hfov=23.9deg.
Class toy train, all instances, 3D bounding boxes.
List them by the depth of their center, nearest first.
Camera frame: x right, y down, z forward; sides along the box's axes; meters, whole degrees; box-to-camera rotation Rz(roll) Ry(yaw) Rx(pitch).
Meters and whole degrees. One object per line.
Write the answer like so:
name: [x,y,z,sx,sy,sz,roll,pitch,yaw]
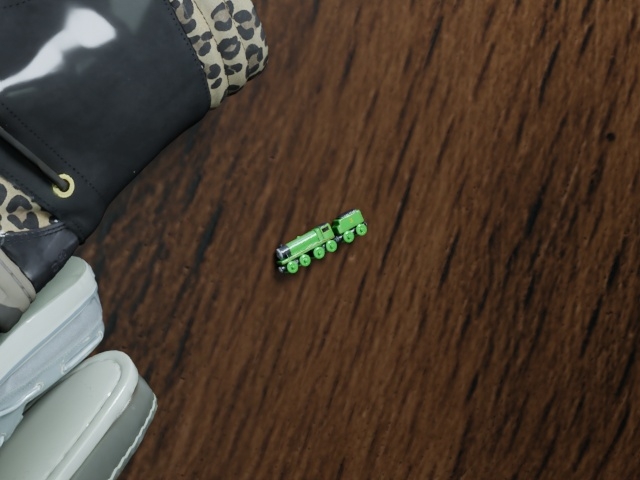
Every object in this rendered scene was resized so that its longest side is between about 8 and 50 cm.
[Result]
toy train: [0.000,0.000,1.193,0.083,0.017,0.023,-28,101,-22]

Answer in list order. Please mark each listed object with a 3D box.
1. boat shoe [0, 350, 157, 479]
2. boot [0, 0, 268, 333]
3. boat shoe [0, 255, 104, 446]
boat shoe: [-0.213,0.215,1.066,0.091,0.109,0.305,41,85,-29]
boot: [-0.222,-0.163,0.973,0.284,0.138,0.377,-42,110,-20]
boat shoe: [-0.228,0.103,1.029,0.227,0.079,0.081,-43,129,-35]
